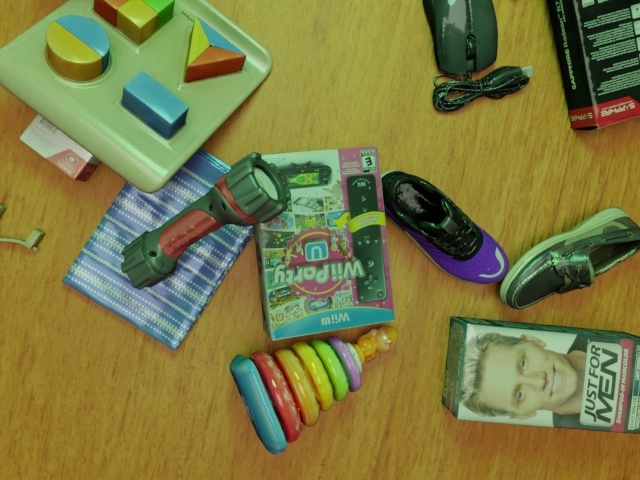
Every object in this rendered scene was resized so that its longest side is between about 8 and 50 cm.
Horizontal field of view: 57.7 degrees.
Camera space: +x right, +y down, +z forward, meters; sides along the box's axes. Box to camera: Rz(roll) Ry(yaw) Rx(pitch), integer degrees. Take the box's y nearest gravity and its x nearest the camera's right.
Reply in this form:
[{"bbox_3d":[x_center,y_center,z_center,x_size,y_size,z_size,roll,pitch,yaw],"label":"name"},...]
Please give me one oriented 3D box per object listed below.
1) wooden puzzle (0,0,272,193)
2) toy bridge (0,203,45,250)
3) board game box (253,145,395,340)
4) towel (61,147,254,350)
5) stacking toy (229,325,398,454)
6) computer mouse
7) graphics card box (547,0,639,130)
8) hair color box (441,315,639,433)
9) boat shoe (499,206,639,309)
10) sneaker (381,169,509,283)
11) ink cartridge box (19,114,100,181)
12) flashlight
[{"bbox_3d":[-0.289,-0.298,0.953,0.322,0.080,0.348,38,65,-5],"label":"wooden puzzle"},{"bbox_3d":[-0.576,-0.037,1.015,0.188,0.026,0.063,35,91,-4],"label":"toy bridge"},{"bbox_3d":[0.000,0.000,1.005,0.223,0.097,0.304,-7,94,-15],"label":"board game box"},{"bbox_3d":[-0.267,-0.003,1.034,0.243,0.040,0.336,33,89,-4],"label":"towel"},{"bbox_3d":[0.008,0.227,1.021,0.301,0.175,0.166,-23,89,-17],"label":"stacking toy"},{"bbox_3d":[0.270,-0.386,1.052,0.188,0.072,0.272,-16,92,-3],"label":"computer mouse"},{"bbox_3d":[0.543,-0.408,1.047,0.232,0.094,0.371,-17,100,-4],"label":"graphics card box"},{"bbox_3d":[0.410,0.243,1.059,0.347,0.105,0.174,5,90,-4],"label":"hair color box"},{"bbox_3d":[0.460,0.042,1.051,0.285,0.092,0.103,-30,130,-6],"label":"boat shoe"},{"bbox_3d":[0.217,-0.016,1.018,0.293,0.146,0.102,36,88,-4],"label":"sneaker"},{"bbox_3d":[-0.401,-0.215,1.005,0.115,0.067,0.198,38,89,-5],"label":"ink cartridge box"},{"bbox_3d":[-0.190,-0.018,0.917,0.304,0.103,0.103,-32,86,22],"label":"flashlight"}]
